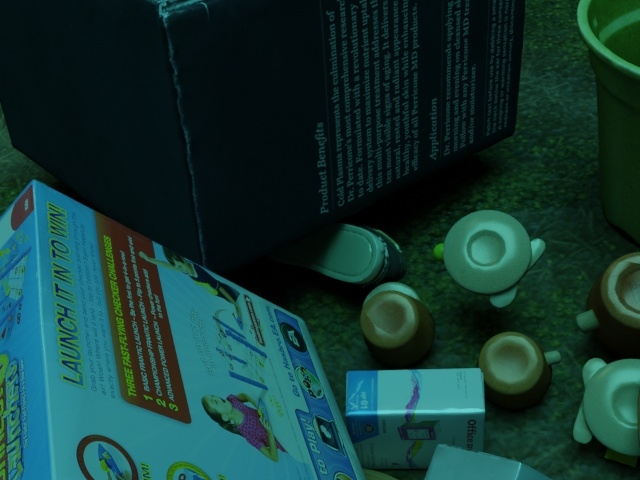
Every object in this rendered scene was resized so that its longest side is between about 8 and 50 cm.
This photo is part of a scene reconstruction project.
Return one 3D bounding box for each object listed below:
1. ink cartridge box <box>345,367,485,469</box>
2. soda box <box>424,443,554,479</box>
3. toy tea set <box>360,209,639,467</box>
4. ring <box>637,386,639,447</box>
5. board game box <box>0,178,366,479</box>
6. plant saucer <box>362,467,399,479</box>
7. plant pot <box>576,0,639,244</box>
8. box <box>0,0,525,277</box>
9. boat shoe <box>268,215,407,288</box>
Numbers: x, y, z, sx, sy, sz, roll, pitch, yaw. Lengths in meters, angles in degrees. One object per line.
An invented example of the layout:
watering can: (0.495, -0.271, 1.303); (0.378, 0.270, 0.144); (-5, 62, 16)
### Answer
ink cartridge box: (0.087, 0.163, 0.771); (0.122, 0.088, 0.052); (-3, 42, 6)
soda box: (0.083, 0.283, 0.536); (0.091, 0.098, 0.286); (-9, 53, 62)
toy tea set: (0.207, 0.085, 0.848); (0.336, 0.124, 0.200); (17, 78, 21)
ring: (0.430, 0.161, 0.677); (0.336, 0.032, 0.336); (-2, 64, 4)
board game box: (-0.100, 0.137, 0.627); (0.086, 0.302, 0.308); (-44, 40, 18)
plant saucer: (0.014, 0.271, 0.705); (0.200, 0.037, 0.200); (-4, 42, 4)
plant pot: (0.409, -0.130, 0.915); (0.276, 0.254, 0.276); (-5, 42, 5)
box: (-0.091, -0.244, 1.014); (0.472, 0.297, 0.480); (-25, 37, -32)
boat shoe: (0.000, 0.000, 0.980); (0.228, 0.069, 0.081); (26, 97, 44)
